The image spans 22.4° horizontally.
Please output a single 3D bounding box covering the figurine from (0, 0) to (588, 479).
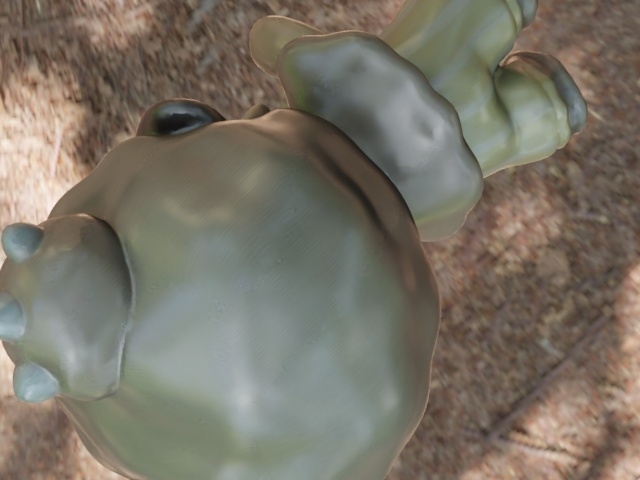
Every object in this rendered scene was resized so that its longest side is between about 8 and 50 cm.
[{"bbox_3d":[0.000,-0.001,0.860,0.380,0.203,0.248,-46,136,-28],"label":"figurine"}]
